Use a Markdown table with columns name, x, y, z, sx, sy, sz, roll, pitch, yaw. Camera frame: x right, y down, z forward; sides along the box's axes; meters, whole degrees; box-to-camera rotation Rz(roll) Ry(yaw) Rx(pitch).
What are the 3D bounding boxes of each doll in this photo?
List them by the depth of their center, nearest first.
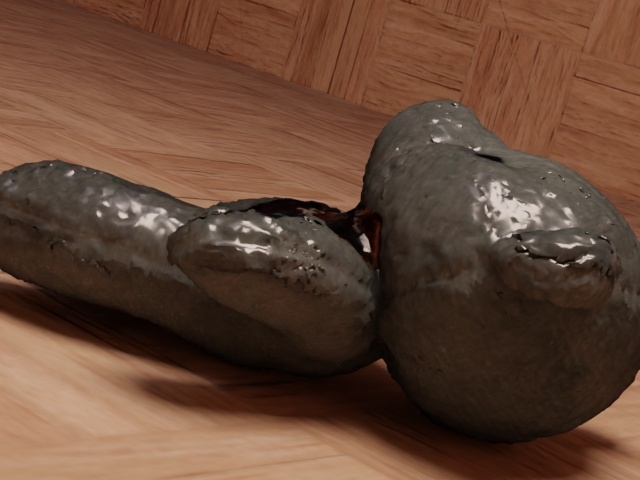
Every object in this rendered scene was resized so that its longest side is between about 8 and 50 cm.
| name | x | y | z | sx | sy | sz | roll | pitch | yaw |
| --- | --- | --- | --- | --- | --- | --- | --- | --- | --- |
| doll | 0.004 | -0.007 | 0.723 | 0.340 | 0.158 | 0.246 | 16 | -3 | 16 |
